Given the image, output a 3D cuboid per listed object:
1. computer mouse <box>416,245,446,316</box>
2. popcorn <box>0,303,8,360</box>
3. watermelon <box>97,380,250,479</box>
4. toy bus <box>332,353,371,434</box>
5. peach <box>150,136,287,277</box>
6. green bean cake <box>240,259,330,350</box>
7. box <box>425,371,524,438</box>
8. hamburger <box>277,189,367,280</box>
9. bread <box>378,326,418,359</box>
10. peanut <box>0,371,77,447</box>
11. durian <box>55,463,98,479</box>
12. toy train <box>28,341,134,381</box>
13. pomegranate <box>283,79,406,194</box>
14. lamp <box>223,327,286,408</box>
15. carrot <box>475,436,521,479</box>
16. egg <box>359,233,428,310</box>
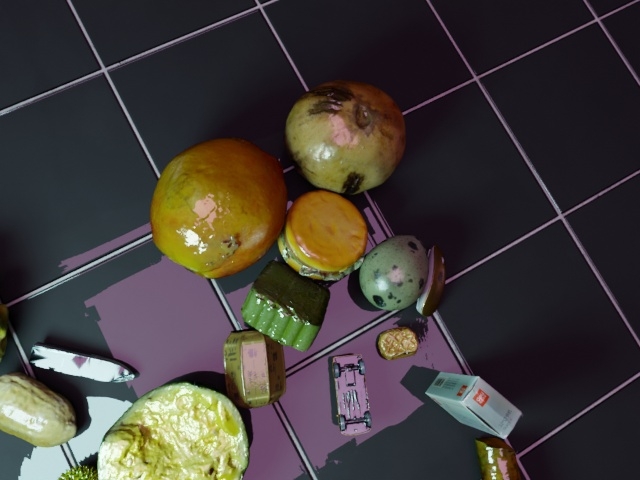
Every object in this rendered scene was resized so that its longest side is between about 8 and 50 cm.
[{"bbox_3d":[0.314,0.114,1.364,0.044,0.102,0.199,7,74,34],"label":"computer mouse"},{"bbox_3d":[-0.855,0.223,1.106,0.335,0.274,0.279,-47,119,-52],"label":"popcorn"},{"bbox_3d":[-0.331,0.489,1.167,0.330,0.189,0.331,0,92,-11],"label":"watermelon"},{"bbox_3d":[0.078,0.397,1.280,0.083,0.088,0.195,-4,77,-7],"label":"toy bus"},{"bbox_3d":[-0.251,-0.091,1.226,0.290,0.372,0.373,42,74,-37],"label":"peach"},{"bbox_3d":[-0.082,0.160,1.244,0.200,0.214,0.113,30,113,0],"label":"green bean cake"},{"bbox_3d":[0.371,0.401,1.220,0.135,0.269,0.079,39,77,4],"label":"box"},{"bbox_3d":[-0.002,-0.001,1.298,0.246,0.170,0.246,10,62,-19],"label":"hamburger"},{"bbox_3d":[0.212,0.279,1.340,0.110,0.044,0.083,-11,79,-6],"label":"bread"},{"bbox_3d":[-0.684,0.408,1.171,0.224,0.129,0.129,36,77,-1],"label":"peanut"},{"bbox_3d":[-0.551,0.604,1.131,0.198,0.159,0.146,-38,117,-1],"label":"durian"},{"bbox_3d":[-0.592,0.312,1.241,0.251,0.048,0.055,17,88,-9],"label":"toy train"},{"bbox_3d":[0.063,-0.271,1.311,0.322,0.322,0.322,1,79,-6],"label":"pomegranate"},{"bbox_3d":[-0.165,0.314,1.233,0.161,0.161,0.185,-4,86,-7],"label":"lamp"},{"bbox_3d":[0.474,0.665,1.263,0.114,0.114,0.302,-5,78,-7],"label":"carrot"},{"bbox_3d":[0.201,0.079,1.313,0.177,0.177,0.228,32,60,0],"label":"egg"}]
